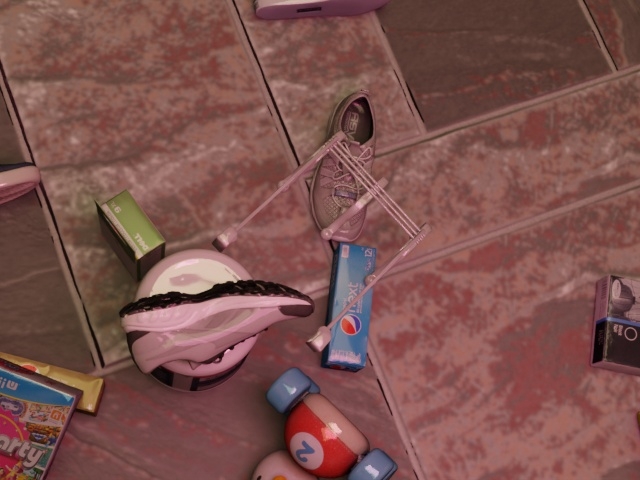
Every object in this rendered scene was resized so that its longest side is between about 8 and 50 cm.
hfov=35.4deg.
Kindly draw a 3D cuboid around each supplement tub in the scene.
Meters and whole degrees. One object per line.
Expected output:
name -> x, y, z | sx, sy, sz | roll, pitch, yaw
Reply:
supplement tub -> -0.196, 0.134, 1.571 | 0.191, 0.272, 0.191 | 3, 74, -9

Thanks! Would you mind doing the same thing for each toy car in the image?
toy car -> -0.038, 0.364, 1.583 | 0.219, 0.210, 0.238 | 43, 84, 15

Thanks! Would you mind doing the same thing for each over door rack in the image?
over door rack -> 0.000, 0.000, 1.631 | 0.239, 0.108, 0.324 | 46, 58, -1

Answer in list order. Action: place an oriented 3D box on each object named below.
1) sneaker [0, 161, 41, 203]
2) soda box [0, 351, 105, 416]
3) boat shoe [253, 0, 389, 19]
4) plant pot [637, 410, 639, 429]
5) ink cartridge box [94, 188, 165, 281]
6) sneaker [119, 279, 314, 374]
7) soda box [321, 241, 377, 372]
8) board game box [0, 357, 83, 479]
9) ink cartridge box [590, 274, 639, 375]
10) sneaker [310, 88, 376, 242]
sneaker -> -0.643, -0.123, 1.643 | 0.350, 0.131, 0.148 | -9, 80, -11
soda box -> -0.441, 0.231, 1.613 | 0.181, 0.061, 0.058 | 15, 72, -5
boat shoe -> 0.002, -0.470, 1.869 | 0.258, 0.095, 0.084 | -5, 79, -12
plant pot -> 0.694, 0.375, 1.683 | 0.228, 0.227, 0.207 | -3, 81, -11
ink cartridge box -> -0.306, -0.013, 1.627 | 0.062, 0.209, 0.109 | -35, 83, -16
sneaker -> -0.140, 0.118, 1.402 | 0.271, 0.100, 0.108 | -10, 100, -15
soda box -> 0.048, 0.115, 1.722 | 0.067, 0.071, 0.210 | 10, 73, -8
board game box -> -0.525, 0.331, 1.519 | 0.224, 0.097, 0.303 | 22, 85, -4
ink cartridge box -> 0.659, 0.175, 1.814 | 0.332, 0.065, 0.165 | 11, 72, -7
sneaker -> 0.043, -0.137, 1.770 | 0.105, 0.115, 0.281 | 6, 73, -8
